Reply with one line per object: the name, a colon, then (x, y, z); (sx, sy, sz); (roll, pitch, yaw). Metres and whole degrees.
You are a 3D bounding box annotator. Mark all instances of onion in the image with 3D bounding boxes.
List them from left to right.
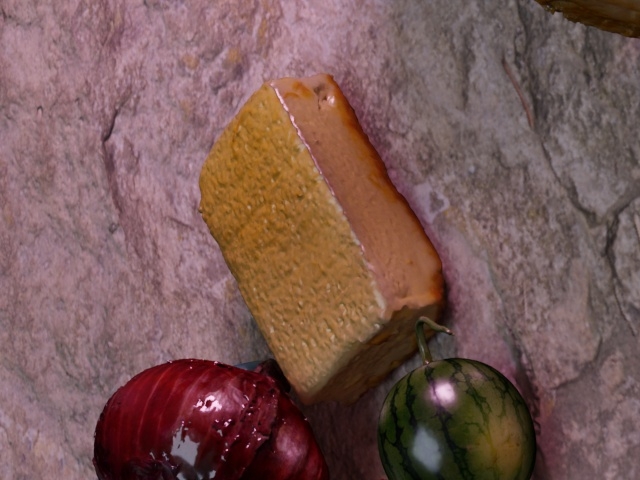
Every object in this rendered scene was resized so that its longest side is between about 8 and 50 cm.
onion: (-0.091, 0.206, 1.898); (0.252, 0.219, 0.252); (27, 151, 17)

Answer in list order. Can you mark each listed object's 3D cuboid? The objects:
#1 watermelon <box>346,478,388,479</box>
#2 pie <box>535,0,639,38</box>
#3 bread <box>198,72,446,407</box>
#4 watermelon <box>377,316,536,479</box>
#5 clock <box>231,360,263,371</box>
watermelon: (0.071, 0.284, 1.825); (0.193, 0.145, 0.137); (5, 93, 45)
pie: (0.185, -0.232, 1.595); (0.128, 0.282, 0.068); (132, 157, -73)
bread: (0.000, 0.000, 1.894); (0.185, 0.114, 0.275); (-48, 60, 41)
watermelon: (0.116, 0.160, 1.772); (0.140, 0.140, 0.187); (-33, 63, 42)
clock: (-0.073, 0.204, 2.034); (0.108, 0.045, 0.147); (-35, 70, 43)
